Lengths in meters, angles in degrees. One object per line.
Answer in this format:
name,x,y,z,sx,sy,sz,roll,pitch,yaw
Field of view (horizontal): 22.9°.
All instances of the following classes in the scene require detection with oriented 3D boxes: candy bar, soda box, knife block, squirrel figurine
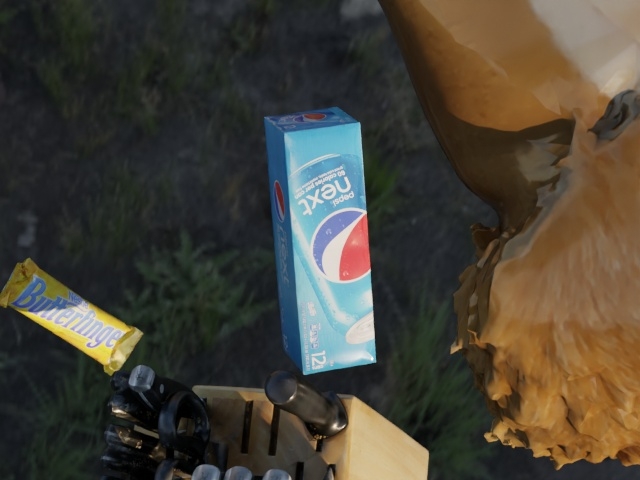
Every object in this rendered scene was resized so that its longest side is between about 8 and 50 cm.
candy bar,-0.177,0.055,1.122,0.018,0.161,0.040,31,83,31
soda box,0.000,0.000,1.321,0.067,0.210,0.071,-9,17,-14
knife block,-0.003,0.134,0.882,0.275,0.242,0.088,14,74,-28
squirrel figurine,0.192,-0.074,0.760,0.281,0.370,0.397,5,94,21
